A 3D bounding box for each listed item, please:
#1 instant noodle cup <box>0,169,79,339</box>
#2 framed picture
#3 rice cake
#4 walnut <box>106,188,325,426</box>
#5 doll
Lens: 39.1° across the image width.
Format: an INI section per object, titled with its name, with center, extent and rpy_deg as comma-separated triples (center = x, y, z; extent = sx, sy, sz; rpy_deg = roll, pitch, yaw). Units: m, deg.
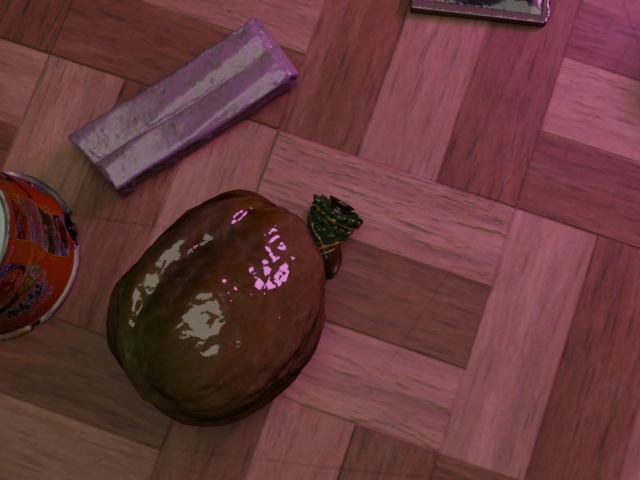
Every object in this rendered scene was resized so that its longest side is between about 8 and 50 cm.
[instant noodle cup]
center = -0.432, 0.003, 1.098
extent = 0.230, 0.182, 0.230
rpy_deg = 0, 79, 1
[framed picture]
center = 0.232, -0.432, 1.247
extent = 0.192, 0.018, 0.265
rpy_deg = 6, 80, 1
[rice cake]
center = -0.176, -0.173, 1.191
extent = 0.298, 0.050, 0.106
rpy_deg = -34, 80, -5
[walnut]
center = -0.112, 0.083, 1.059
extent = 0.283, 0.227, 0.283
rpy_deg = -8, 104, -36
[doll]
center = 0.002, -0.003, 1.145
extent = 0.078, 0.076, 0.113
rpy_deg = 30, 83, -3
